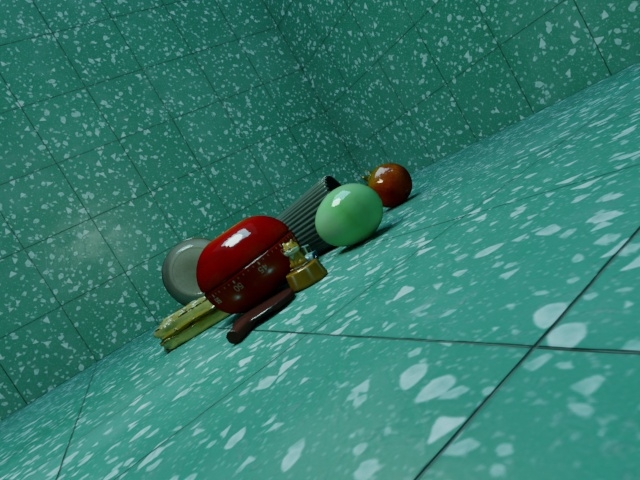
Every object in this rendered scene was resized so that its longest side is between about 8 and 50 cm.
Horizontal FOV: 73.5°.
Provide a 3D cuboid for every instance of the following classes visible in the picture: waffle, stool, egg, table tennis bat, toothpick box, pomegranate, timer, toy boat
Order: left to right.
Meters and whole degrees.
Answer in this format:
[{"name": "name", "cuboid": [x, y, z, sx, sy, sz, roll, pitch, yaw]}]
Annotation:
[{"name": "toothpick box", "cuboid": [-0.706, 0.189, 2.513, 0.409, 0.408, 0.425, -31, 0, -15]}, {"name": "waffle", "cuboid": [-0.477, 0.291, 1.748, 0.376, 0.113, 0.261, -31, 4, -8]}, {"name": "timer", "cuboid": [-0.252, 0.079, 1.512, 0.378, 0.279, 0.378, -35, 6, 4]}, {"name": "table tennis bat", "cuboid": [-0.181, 0.211, 1.236, 0.200, 0.038, 0.310, -30, 4, 21]}, {"name": "timer", "cuboid": [-0.070, 0.069, 1.358, 0.132, 0.152, 0.132, -30, 5, 3]}, {"name": "toy boat", "cuboid": [-0.062, 0.069, 1.726, 0.102, 0.088, 0.215, -24, 6, 23]}, {"name": "stool", "cuboid": [-0.018, -0.082, 1.927, 0.330, 0.297, 0.297, -33, 3, 21]}, {"name": "egg", "cuboid": [0.103, -0.091, 1.586, 0.270, 0.220, 0.220, -30, 4, 23]}, {"name": "pomegranate", "cuboid": [0.323, -0.280, 2.107, 0.221, 0.257, 0.220, -49, -28, -39]}]
